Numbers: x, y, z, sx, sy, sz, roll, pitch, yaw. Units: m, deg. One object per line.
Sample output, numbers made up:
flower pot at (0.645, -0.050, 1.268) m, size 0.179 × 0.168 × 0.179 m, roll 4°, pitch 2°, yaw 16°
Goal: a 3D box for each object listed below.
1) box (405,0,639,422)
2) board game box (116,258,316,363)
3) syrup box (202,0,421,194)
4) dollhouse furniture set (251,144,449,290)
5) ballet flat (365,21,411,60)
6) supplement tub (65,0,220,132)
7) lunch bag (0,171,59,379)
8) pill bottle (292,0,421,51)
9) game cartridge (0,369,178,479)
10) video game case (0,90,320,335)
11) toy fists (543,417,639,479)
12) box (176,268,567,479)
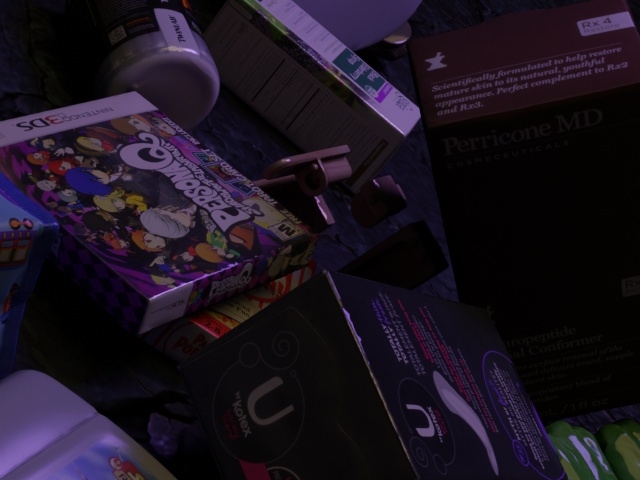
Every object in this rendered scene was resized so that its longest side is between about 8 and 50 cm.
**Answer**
box at (0.206, -0.012, 1.330) m, size 0.143 × 0.191 × 0.381 m, roll -96°, pitch 172°, yaw -51°
board game box at (-0.082, 0.043, 1.263) m, size 0.147 × 0.045 × 0.193 m, roll 34°, pitch 28°, yaw -14°
syrup box at (-0.013, -0.167, 1.604) m, size 0.237 × 0.096 × 0.093 m, roll 39°, pitch 27°, yaw -1°
dollhouse furniture set at (0.000, 0.000, 1.355) m, size 0.123 × 0.144 × 0.151 m, roll -16°, pitch 76°, yaw -53°
ballet flat at (0.016, -0.314, 1.907) m, size 0.250 × 0.058 × 0.084 m, roll 43°, pitch 59°, yaw 15°
supplement tub at (-0.174, -0.193, 1.414) m, size 0.117 × 0.117 × 0.190 m, roll 16°, pitch 37°, yaw -39°
lunch bag at (-0.344, -0.040, 0.966) m, size 0.221 × 0.138 × 0.293 m, roll -5°, pitch 41°, yaw -40°
pill bottle at (-0.035, -0.413, 1.780) m, size 0.224 × 0.224 × 0.392 m, roll 13°, pitch 35°, yaw -42°
game cartridge at (-0.137, 0.214, 0.941) m, size 0.297 × 0.062 × 0.198 m, roll 44°, pitch 32°, yaw 7°
video game case at (-0.149, -0.031, 1.211) m, size 0.232 × 0.042 × 0.210 m, roll 38°, pitch 34°, yaw 24°
toy fists at (0.257, 0.238, 1.361) m, size 0.279 × 0.096 × 0.142 m, roll 6°, pitch 53°, yaw -50°
box at (0.045, 0.138, 1.107) m, size 0.270 × 0.143 × 0.165 m, roll 16°, pitch 45°, yaw -59°
